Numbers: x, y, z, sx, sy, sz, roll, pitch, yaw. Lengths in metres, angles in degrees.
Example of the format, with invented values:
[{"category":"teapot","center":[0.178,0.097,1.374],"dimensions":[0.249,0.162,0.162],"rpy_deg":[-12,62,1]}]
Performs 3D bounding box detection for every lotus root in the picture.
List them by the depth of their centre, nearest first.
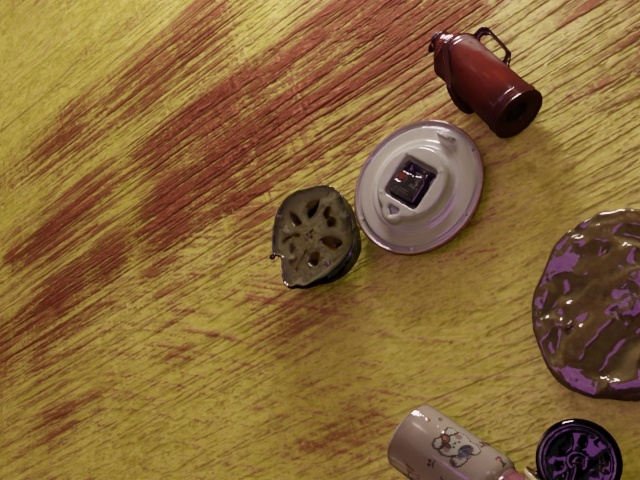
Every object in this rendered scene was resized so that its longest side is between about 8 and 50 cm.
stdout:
[{"category":"lotus root","center":[0.003,-0.001,1.401],"dimensions":[0.204,0.078,0.183],"rpy_deg":[-7,75,42]}]

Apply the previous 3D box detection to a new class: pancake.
[{"category":"pancake","center":[0.437,0.086,1.086],"dimensions":[0.295,0.049,0.294],"rpy_deg":[-13,68,33]}]

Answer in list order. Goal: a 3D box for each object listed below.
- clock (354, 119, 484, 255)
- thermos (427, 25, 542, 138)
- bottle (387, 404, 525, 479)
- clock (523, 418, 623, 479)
[{"category":"clock","center":[0.164,-0.091,1.335],"dimensions":[0.245,0.056,0.244],"rpy_deg":[-12,69,32]},{"category":"thermos","center":[0.260,-0.279,1.302],"dimensions":[0.124,0.099,0.232],"rpy_deg":[-47,55,18]},{"category":"bottle","center":[0.213,0.338,1.121],"dimensions":[0.233,0.110,0.109],"rpy_deg":[30,93,38]},{"category":"clock","center":[0.363,0.426,0.940],"dimensions":[0.379,0.120,0.276],"rpy_deg":[42,93,23]}]
